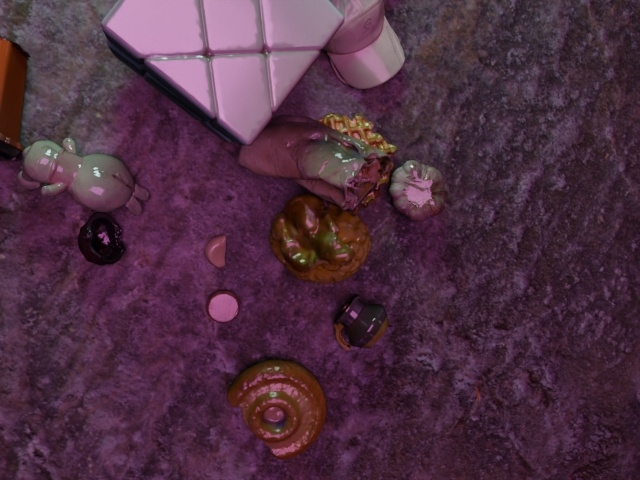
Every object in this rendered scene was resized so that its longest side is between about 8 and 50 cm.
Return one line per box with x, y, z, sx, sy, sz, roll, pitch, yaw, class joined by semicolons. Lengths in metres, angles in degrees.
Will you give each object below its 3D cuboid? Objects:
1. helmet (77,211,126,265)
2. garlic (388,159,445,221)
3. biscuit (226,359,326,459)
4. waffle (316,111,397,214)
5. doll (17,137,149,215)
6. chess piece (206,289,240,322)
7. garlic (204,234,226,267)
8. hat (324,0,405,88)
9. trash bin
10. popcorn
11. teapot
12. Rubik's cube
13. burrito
-0.510;0.000;1.066;0.070;0.098;0.123;-15;97;21;helmet
0.253;-0.128;1.214;0.147;0.102;0.159;-40;92;8;garlic
-0.096;0.424;1.205;0.213;0.091;0.274;-42;101;-3;biscuit
0.070;-0.204;1.191;0.237;0.059;0.243;28;88;-11;waffle
-0.521;-0.138;1.021;0.275;0.113;0.155;18;58;-14;doll
-0.243;0.166;1.168;0.083;0.038;0.084;-2;99;-11;chess piece
-0.258;0.028;1.149;0.053;0.041;0.083;-6;106;-25;garlic
0.100;-0.493;1.118;0.219;0.164;0.226;-38;82;-5;hat
-0.697;-0.296;0.944;0.161;0.184;0.239;10;89;-14;trash bin
0.000;0.000;1.095;0.237;0.251;0.206;39;85;-10;popcorn
0.096;0.220;1.218;0.119;0.130;0.166;39;119;0;teapot
-0.202;-0.412;0.944;0.322;0.316;0.319;37;88;-23;Rubik's cube
-0.026;-0.199;1.044;0.331;0.135;0.190;26;66;20;burrito
